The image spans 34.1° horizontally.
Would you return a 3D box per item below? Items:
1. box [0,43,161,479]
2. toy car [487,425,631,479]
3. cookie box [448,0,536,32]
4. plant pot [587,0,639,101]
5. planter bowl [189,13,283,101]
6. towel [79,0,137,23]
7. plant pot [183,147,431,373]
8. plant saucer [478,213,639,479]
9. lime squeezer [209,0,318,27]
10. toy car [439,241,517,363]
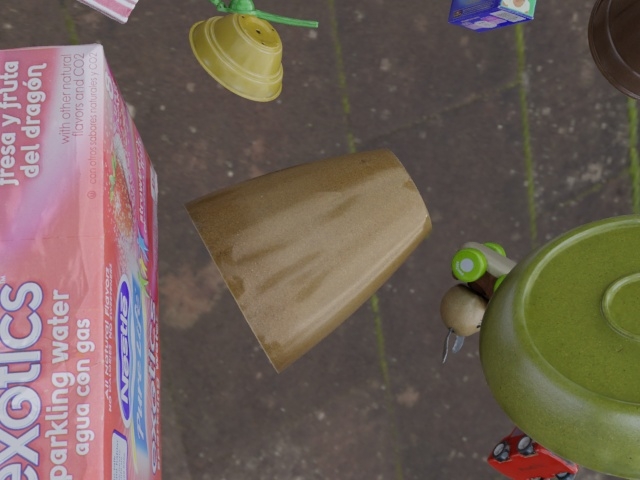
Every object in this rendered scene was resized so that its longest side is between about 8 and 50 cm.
[{"bbox_3d":[-0.149,0.082,0.459,0.142,0.154,0.300,-4,72,-1],"label":"box"},{"bbox_3d":[0.270,0.185,0.946,0.239,0.225,0.053,82,30,-56],"label":"toy car"},{"bbox_3d":[0.166,-0.254,0.965,0.040,0.092,0.107,12,88,-24],"label":"cookie box"},{"bbox_3d":[0.401,-0.253,1.145,0.167,0.165,0.167,1,80,-5],"label":"plant pot"},{"bbox_3d":[-0.143,-0.384,2.054,0.217,0.217,0.090,11,136,-38],"label":"planter bowl"},{"bbox_3d":[-0.341,-0.474,1.714,0.144,0.029,0.197,27,93,-21],"label":"towel"},{"bbox_3d":[0.000,0.000,1.284,0.254,0.237,0.237,-28,121,-4],"label":"plant pot"},{"bbox_3d":[0.229,0.056,0.724,0.241,0.241,0.037,-36,136,-23],"label":"plant saucer"},{"bbox_3d":[-0.152,-0.464,1.926,0.310,0.059,0.110,41,89,-9],"label":"lime squeezer"},{"bbox_3d":[0.249,0.110,1.640,0.188,0.149,0.155,-63,161,15],"label":"toy car"}]
